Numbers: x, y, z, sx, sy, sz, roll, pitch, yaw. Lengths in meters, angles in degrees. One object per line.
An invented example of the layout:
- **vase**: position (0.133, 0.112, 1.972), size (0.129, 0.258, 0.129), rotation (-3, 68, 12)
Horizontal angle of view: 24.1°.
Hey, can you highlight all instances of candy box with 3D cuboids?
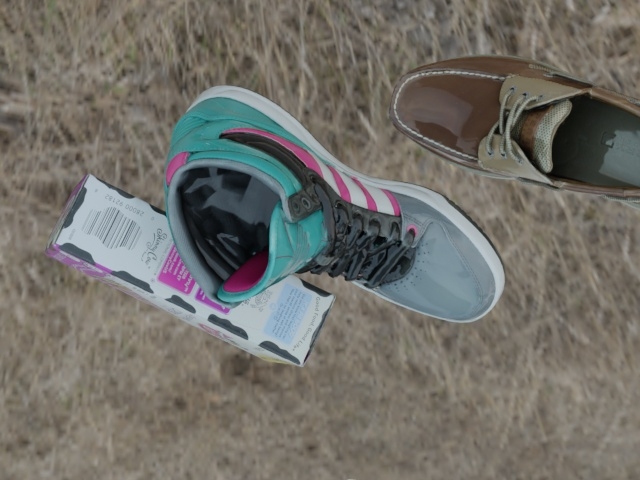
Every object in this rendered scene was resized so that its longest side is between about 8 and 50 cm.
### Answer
- **candy box**: position (-0.119, 0.030, 1.305), size (0.233, 0.159, 0.071), rotation (26, 82, -10)

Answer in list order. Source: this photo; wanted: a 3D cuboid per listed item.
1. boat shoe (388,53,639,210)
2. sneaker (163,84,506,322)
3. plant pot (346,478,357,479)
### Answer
- **boat shoe**: position (0.208, -0.104, 1.369), size (0.324, 0.116, 0.123), rotation (13, 94, 23)
- **sneaker**: position (0.000, 0.000, 1.158), size (0.295, 0.178, 0.124), rotation (30, 122, 1)
- **plant pot**: position (0.044, 0.255, 1.156), size (0.109, 0.096, 0.109), rotation (35, 92, 14)
